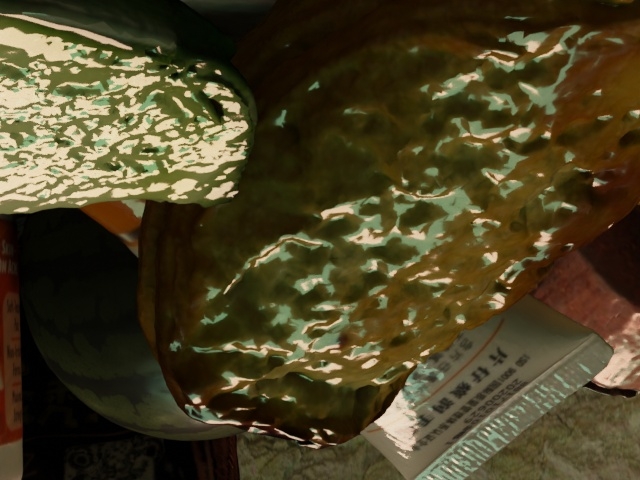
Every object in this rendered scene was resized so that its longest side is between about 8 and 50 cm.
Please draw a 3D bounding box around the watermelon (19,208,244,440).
[{"bbox_3d":[-0.074,0.018,0.743,0.212,0.212,0.212,-2,176,0],"label":"watermelon"}]

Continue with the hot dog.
[{"bbox_3d":[0.043,-0.035,0.477,0.175,0.114,0.259,22,122,-43],"label":"hot dog"}]

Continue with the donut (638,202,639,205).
[{"bbox_3d":[0.169,-0.053,0.618,0.259,0.101,0.152,-1,174,4],"label":"donut"}]

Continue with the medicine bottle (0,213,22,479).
[{"bbox_3d":[-0.307,0.043,0.720,0.253,0.240,0.252,-3,176,0],"label":"medicine bottle"}]

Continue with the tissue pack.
[{"bbox_3d":[-0.180,0.109,0.896,0.245,0.332,0.123,-17,146,9],"label":"tissue pack"}]

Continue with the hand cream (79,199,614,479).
[{"bbox_3d":[0.012,0.020,0.615,0.140,0.314,0.089,-40,-153,17],"label":"hand cream"}]

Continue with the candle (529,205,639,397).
[{"bbox_3d":[0.325,0.027,0.933,0.287,0.317,0.131,-46,171,-40],"label":"candle"}]

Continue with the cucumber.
[{"bbox_3d":[-0.170,-0.063,0.332,0.325,0.105,0.145,0,149,-26],"label":"cucumber"}]
